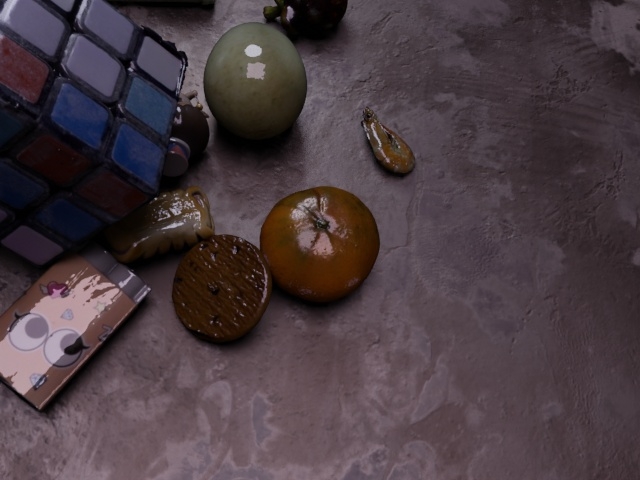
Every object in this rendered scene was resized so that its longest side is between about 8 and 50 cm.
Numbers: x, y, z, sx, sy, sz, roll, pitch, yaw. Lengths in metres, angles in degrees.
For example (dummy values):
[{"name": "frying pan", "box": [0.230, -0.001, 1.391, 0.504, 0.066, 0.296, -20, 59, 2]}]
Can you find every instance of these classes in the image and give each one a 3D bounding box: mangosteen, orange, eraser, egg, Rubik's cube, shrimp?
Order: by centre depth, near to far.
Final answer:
[{"name": "Rubik's cube", "box": [-0.488, -0.214, 1.319, 0.362, 0.358, 0.363, 36, 44, -36]}, {"name": "eraser", "box": [-0.467, 0.147, 1.368, 0.171, 0.087, 0.290, 39, 64, 2]}, {"name": "orange", "box": [0.000, 0.000, 1.458, 0.240, 0.171, 0.240, 3, 61, -6]}, {"name": "egg", "box": [-0.140, -0.349, 1.599, 0.218, 0.218, 0.295, -2, 53, -8]}, {"name": "shrimp", "box": [0.143, -0.222, 1.670, 0.101, 0.042, 0.190, -13, 62, -36]}, {"name": "mangosteen", "box": [-0.025, -0.559, 1.766, 0.172, 0.172, 0.184, 41, 91, 14]}]

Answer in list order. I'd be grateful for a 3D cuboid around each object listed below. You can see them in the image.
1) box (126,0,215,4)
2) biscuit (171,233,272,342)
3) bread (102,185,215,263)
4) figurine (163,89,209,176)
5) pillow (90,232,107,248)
[{"name": "box", "box": [-0.426, -0.735, 1.795, 0.343, 0.177, 0.352, -4, 64, -6]}, {"name": "biscuit", "box": [-0.185, 0.089, 1.420, 0.212, 0.036, 0.212, -6, 74, 20]}, {"name": "bread", "box": [-0.311, -0.029, 1.475, 0.225, 0.081, 0.134, -13, 57, -28]}, {"name": "figurine", "box": [-0.315, -0.256, 1.561, 0.161, 0.158, 0.275, -24, 67, -8]}, {"name": "pillow", "box": [-0.429, -0.050, 1.506, 0.113, 0.038, 0.203, 41, 65, 10]}]
